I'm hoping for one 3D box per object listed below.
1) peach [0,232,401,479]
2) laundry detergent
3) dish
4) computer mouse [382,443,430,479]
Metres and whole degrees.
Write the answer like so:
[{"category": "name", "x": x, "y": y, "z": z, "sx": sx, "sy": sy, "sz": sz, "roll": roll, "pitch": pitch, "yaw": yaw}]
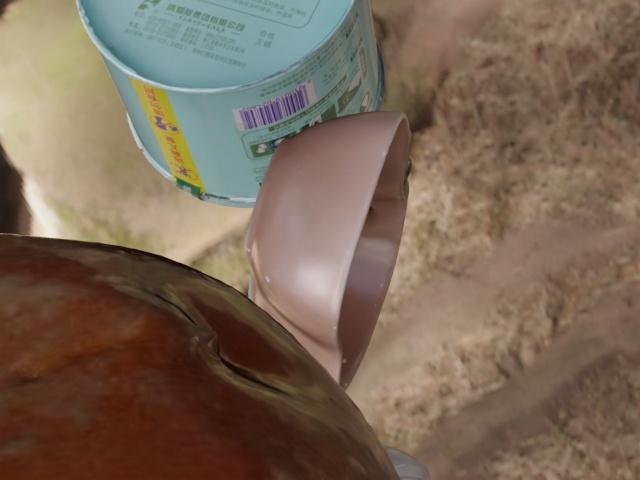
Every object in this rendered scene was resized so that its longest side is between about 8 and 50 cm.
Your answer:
[{"category": "peach", "x": -0.080, "y": 0.118, "z": 0.408, "sx": 0.252, "sy": 0.252, "sz": 0.252, "roll": -12, "pitch": 45, "yaw": 12}, {"category": "laundry detergent", "x": -0.081, "y": -0.202, "z": 1.639, "sx": 0.287, "sy": 0.305, "sz": 0.287, "roll": -3, "pitch": 65, "yaw": 6}, {"category": "dish", "x": 0.000, "y": 0.000, "z": 1.154, "sx": 0.090, "sy": 0.213, "sz": 0.213, "roll": 14, "pitch": 53, "yaw": 11}, {"category": "computer mouse", "x": -0.013, "y": 0.290, "z": 1.504, "sx": 0.184, "sy": 0.297, "sz": 0.121, "roll": -12, "pitch": 55, "yaw": -35}]
